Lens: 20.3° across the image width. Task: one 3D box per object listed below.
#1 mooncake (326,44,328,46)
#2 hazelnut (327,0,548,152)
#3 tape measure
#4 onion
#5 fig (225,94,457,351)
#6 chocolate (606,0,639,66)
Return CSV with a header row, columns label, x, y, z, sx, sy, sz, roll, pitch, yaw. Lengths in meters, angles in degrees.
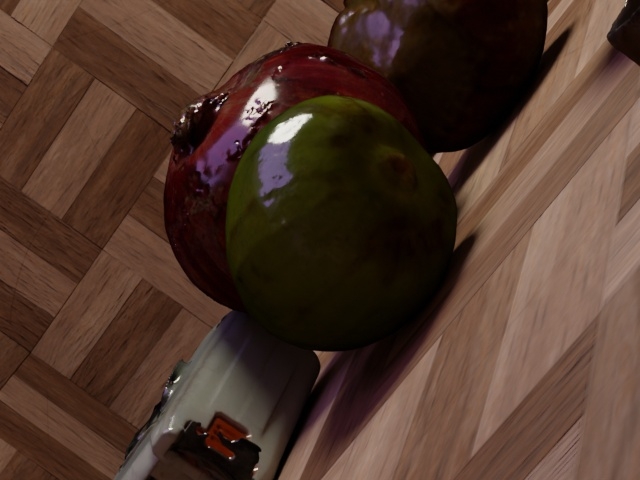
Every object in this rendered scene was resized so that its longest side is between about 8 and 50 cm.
label,x,y,z,sx,sy,sz,roll,pitch,yaw
mooncake,0.153,-0.293,2.367,0.381,0.212,0.350,-53,-3,-10
hazelnut,0.127,-0.186,1.831,0.234,0.218,0.218,-23,24,42
tape measure,-0.115,0.199,1.704,0.265,0.130,0.258,-52,6,30
onion,-0.028,-0.058,1.698,0.276,0.276,0.276,-54,3,5
fig,0.000,0.000,1.477,0.225,0.203,0.203,-41,11,45
chocolate,0.220,-0.145,0.796,0.148,0.093,0.214,-53,3,41
